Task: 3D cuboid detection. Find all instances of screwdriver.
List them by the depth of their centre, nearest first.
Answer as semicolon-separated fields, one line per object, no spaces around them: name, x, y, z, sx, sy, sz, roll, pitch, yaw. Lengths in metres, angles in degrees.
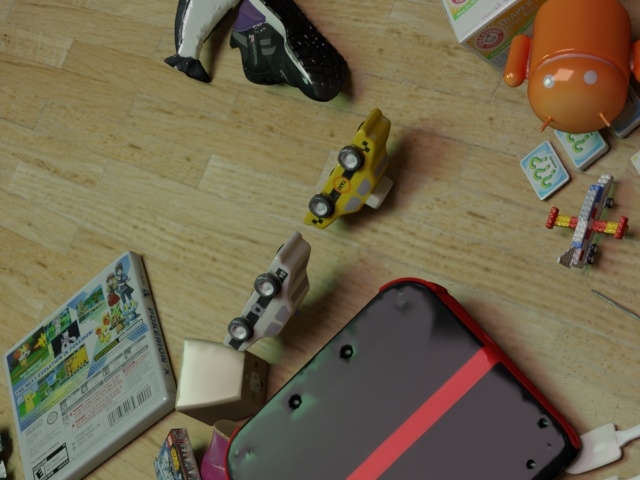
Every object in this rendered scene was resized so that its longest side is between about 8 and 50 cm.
screwdriver;0.384;0.095;1.664;0.024;0.025;0.170;-60;37;4

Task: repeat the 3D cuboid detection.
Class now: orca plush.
orca plush;-0.169;-0.404;2.338;0.151;0.102;0.287;10;88;-2

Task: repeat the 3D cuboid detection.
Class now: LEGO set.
LEGO set;0.349;-0.077;1.736;0.182;0.060;0.244;-40;47;22

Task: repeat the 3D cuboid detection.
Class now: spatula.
spatula;0.386;0.270;1.585;0.242;0.019;0.168;-28;50;28

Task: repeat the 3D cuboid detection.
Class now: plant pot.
plant pot;-0.136;0.203;2.012;0.096;0.109;0.109;-5;68;25

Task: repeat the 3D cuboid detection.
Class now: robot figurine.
robot figurine;0.329;-0.226;1.755;0.128;0.158;0.219;-45;28;53

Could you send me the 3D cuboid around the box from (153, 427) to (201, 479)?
box;-0.204;0.355;2.027;0.094;0.027;0.137;-61;39;43

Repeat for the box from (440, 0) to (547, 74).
box;0.277;-0.336;1.873;0.203;0.114;0.103;-36;51;26

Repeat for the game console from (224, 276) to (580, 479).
game console;0.086;0.268;1.753;0.386;0.060;0.342;-45;60;7

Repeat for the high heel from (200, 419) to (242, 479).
high heel;-0.077;0.355;1.926;0.244;0.082;0.117;29;120;32

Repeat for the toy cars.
toy cars;0.000;0.000;1.958;0.087;0.176;0.393;33;85;2

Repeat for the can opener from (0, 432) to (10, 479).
can opener;-0.552;0.420;2.292;0.074;0.093;0.280;-31;59;27

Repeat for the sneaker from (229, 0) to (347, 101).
sneaker;-0.055;-0.276;2.166;0.124;0.107;0.283;-58;40;26

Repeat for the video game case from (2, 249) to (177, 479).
video game case;-0.380;0.223;2.259;0.329;0.036;0.300;-38;51;24
